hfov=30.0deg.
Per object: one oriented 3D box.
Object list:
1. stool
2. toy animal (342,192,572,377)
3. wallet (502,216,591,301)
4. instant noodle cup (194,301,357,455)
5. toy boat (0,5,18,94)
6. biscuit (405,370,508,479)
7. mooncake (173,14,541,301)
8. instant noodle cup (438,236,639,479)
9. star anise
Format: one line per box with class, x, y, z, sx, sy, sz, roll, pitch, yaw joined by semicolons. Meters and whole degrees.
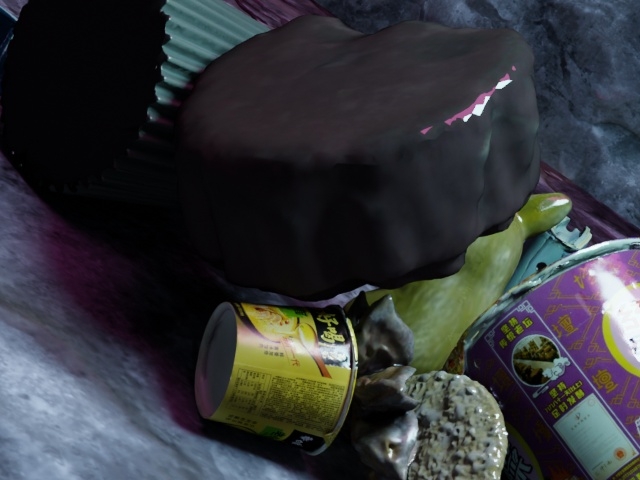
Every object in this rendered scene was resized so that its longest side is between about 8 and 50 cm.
stool;-0.179;-0.177;1.495;0.330;0.297;0.297;13;25;-51
toy animal;0.155;0.020;1.433;0.181;0.363;0.180;20;8;-40
wallet;0.253;0.084;1.547;0.075;0.250;0.176;35;19;11
instant noodle cup;-0.048;0.127;1.159;0.122;0.152;0.151;11;25;-20
toy boat;-0.417;-0.250;1.609;0.299;0.096;0.061;38;10;12
biscuit;0.127;0.204;1.237;0.032;0.133;0.250;42;10;-30
mooncake;0.025;-0.089;1.247;0.350;0.212;0.381;-25;30;-24
instant noodle cup;0.327;0.204;1.318;0.339;0.340;0.266;13;37;-44
star anise;0.056;0.162;1.188;0.073;0.212;0.197;-6;48;-11
